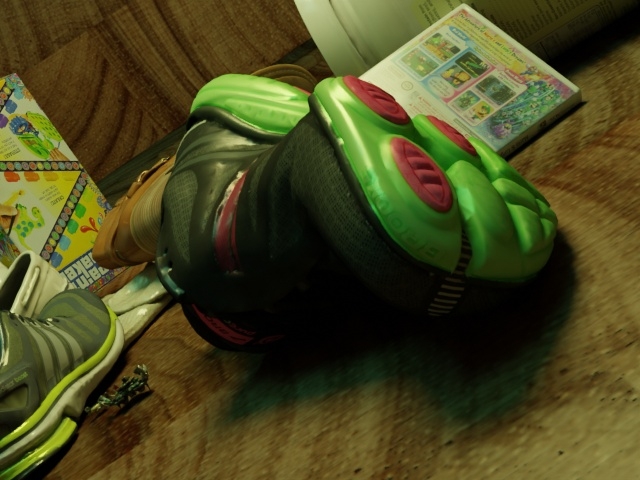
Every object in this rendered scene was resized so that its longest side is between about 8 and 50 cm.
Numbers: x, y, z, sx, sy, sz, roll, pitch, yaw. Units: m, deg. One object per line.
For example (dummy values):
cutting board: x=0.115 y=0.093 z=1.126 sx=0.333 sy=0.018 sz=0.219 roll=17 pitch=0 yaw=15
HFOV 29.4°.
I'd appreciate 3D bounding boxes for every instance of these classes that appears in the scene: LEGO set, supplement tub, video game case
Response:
LEGO set: x=-0.167 y=0.131 z=1.035 sx=0.054 sy=0.023 sz=0.083 roll=-39 pitch=0 yaw=-29
supplement tub: x=0.155 y=-0.269 z=1.210 sx=0.325 sy=0.235 sz=0.235 roll=-31 pitch=13 yaw=14
video game case: x=0.118 y=-0.124 z=1.045 sx=0.143 sy=0.019 sz=0.157 roll=-36 pitch=53 yaw=-10

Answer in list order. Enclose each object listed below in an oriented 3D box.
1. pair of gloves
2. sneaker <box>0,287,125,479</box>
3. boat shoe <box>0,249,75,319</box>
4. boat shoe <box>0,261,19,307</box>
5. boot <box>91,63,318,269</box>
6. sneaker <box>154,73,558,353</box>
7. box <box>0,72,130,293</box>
pair of gloves: x=-0.248 y=0.090 z=1.333 sx=0.240 sy=0.042 sz=0.204 roll=-23 pitch=16 yaw=37
sneaker: x=-0.265 y=0.104 z=1.106 sx=0.111 sy=0.121 sz=0.300 roll=-31 pitch=17 yaw=13
boat shoe: x=-0.342 y=0.119 z=1.234 sx=0.096 sy=0.088 sz=0.267 roll=-11 pitch=36 yaw=43
boat shoe: x=-0.423 y=0.131 z=1.379 sx=0.258 sy=0.084 sz=0.095 roll=-47 pitch=-25 yaw=7
boot: x=-0.129 y=-0.074 z=1.371 sx=0.220 sy=0.109 sz=0.283 roll=-24 pitch=27 yaw=56
sneaker: x=0.000 y=0.000 z=0.851 sx=0.202 sy=0.185 sz=0.483 roll=-64 pitch=19 yaw=-2
box: x=-0.430 y=0.001 z=1.504 sx=0.290 sy=0.279 sz=0.177 roll=-30 pitch=7 yaw=34
